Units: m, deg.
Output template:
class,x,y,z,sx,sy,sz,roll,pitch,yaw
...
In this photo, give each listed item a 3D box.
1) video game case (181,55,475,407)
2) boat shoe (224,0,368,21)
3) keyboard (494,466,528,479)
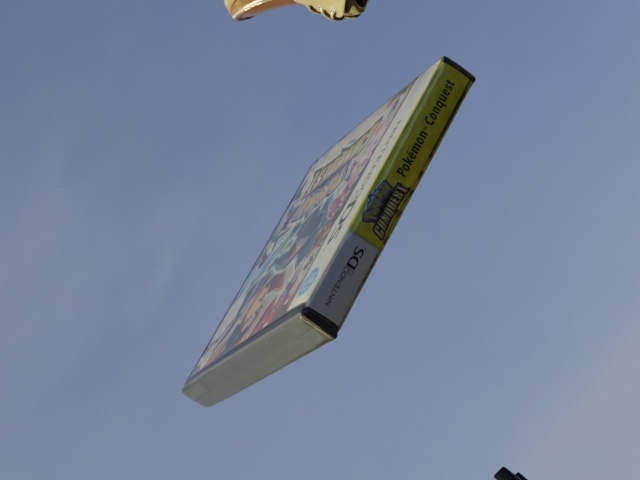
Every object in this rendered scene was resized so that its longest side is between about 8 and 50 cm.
class,x,y,z,sx,sy,sz,roll,pitch,yaw
video game case,0.000,0.000,1.380,0.248,0.035,0.275,-61,12,-25
boat shoe,0.015,-0.344,2.276,0.324,0.116,0.123,-20,2,32
keyboard,0.239,0.255,1.574,0.100,0.192,0.038,30,-86,-46
